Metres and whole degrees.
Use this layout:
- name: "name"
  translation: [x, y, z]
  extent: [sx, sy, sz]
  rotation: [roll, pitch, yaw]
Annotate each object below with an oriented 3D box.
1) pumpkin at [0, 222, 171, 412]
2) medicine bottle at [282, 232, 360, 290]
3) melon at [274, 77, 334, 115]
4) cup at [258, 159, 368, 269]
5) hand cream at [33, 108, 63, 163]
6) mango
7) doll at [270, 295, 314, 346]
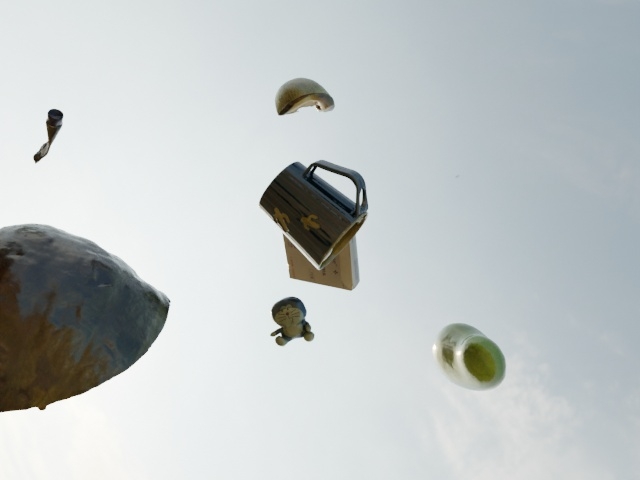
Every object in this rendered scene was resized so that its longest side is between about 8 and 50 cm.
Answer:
- name: "pumpkin"
  translation: [-0.292, 0.072, 0.652]
  extent: [0.169, 0.312, 0.148]
  rotation: [10, -58, 35]
- name: "medicine bottle"
  translation: [0.000, 0.000, 1.342]
  extent: [0.171, 0.052, 0.201]
  rotation: [11, -57, 28]
- name: "melon"
  translation: [-0.044, -0.371, 1.564]
  extent: [0.128, 0.160, 0.079]
  rotation: [59, -33, 27]
- name: "cup"
  translation: [-0.006, -0.062, 1.071]
  extent: [0.155, 0.131, 0.177]
  rotation: [40, -62, 9]
- name: "hand cream"
  translation: [-0.641, -0.246, 1.475]
  extent: [0.163, 0.038, 0.062]
  rotation: [-43, -140, 43]
- name: "mango"
  translation: [0.369, 0.286, 1.537]
  extent: [0.175, 0.143, 0.293]
  rotation: [53, -8, 2]
- name: "doll"
  translation: [-0.056, 0.140, 1.096]
  extent: [0.076, 0.050, 0.083]
  rotation: [-14, -73, -1]
